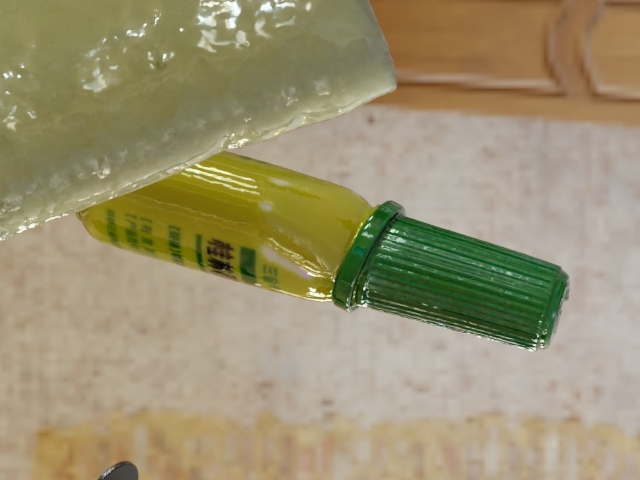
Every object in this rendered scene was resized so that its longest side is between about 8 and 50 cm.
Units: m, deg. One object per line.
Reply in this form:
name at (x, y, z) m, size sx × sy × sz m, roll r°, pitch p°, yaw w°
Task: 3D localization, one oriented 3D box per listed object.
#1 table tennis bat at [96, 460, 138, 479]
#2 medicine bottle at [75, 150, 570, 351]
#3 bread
table tennis bat at (-0.149, 0.189, 1.381) m, size 0.050 × 0.007 × 0.083 m, roll -33°, pitch -35°, yaw -37°
medicine bottle at (0.000, 0.000, 1.194) m, size 0.111 × 0.309 × 0.076 m, roll 65°, pitch -139°, yaw -75°
bread at (-0.071, -0.081, 0.769) m, size 0.060 × 0.178 × 0.139 m, roll 73°, pitch 175°, yaw -48°
